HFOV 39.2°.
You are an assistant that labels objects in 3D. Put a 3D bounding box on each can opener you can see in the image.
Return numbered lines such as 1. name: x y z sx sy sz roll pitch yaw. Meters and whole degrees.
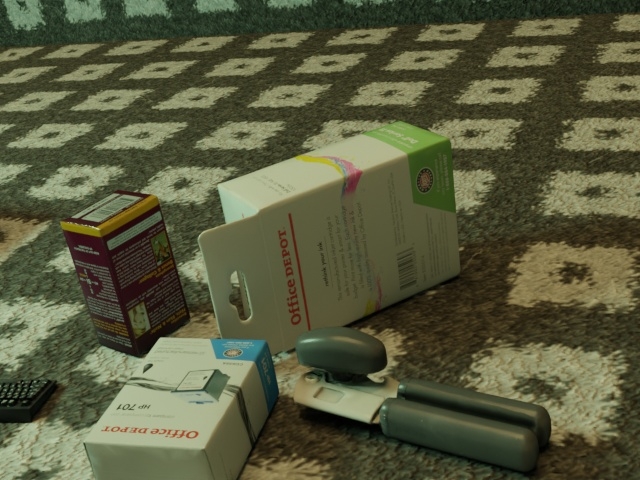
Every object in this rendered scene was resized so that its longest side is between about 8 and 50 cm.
1. can opener: 0.092 0.156 0.930 0.283 0.095 0.076 8 32 32

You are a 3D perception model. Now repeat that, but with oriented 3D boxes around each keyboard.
1. keyboard: -0.427 0.199 1.104 0.180 0.023 0.108 -3 27 15

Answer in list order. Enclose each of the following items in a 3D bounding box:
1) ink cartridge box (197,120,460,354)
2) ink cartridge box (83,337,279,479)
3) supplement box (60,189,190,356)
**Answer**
1. ink cartridge box: 0.000 0.000 1.149 0.353 0.207 0.119 -21 30 -24
2. ink cartridge box: -0.142 0.189 0.962 0.139 0.082 0.190 -1 26 17
3. supplement box: -0.252 0.041 1.173 0.081 0.188 0.104 10 32 36
